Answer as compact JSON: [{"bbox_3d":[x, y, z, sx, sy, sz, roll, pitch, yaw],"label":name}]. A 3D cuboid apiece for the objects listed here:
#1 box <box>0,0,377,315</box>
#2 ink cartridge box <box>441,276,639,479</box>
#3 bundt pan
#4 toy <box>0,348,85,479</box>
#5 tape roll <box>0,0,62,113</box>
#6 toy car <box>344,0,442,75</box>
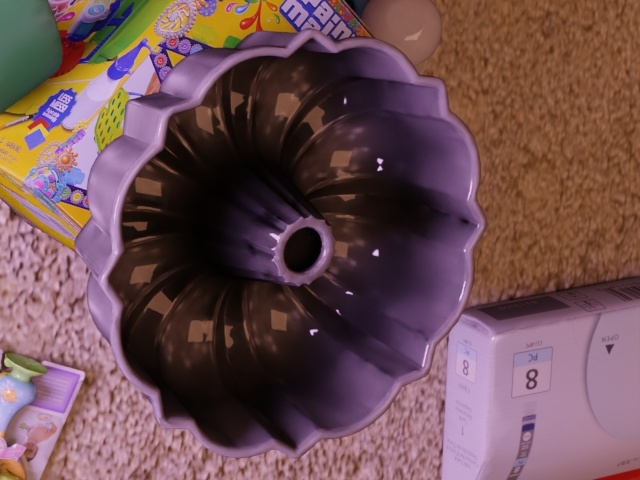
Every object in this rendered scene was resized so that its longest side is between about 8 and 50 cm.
[{"bbox_3d":[-0.151,-0.132,1.656,0.279,0.290,0.177,-51,125,-10],"label":"box"},{"bbox_3d":[0.280,0.242,2.187,0.308,0.091,0.385,-9,109,-30],"label":"ink cartridge box"},{"bbox_3d":[-0.042,-0.007,1.513,0.331,0.124,0.330,-11,111,-30],"label":"bundt pan"},{"bbox_3d":[-0.307,0.217,1.815,0.137,0.056,0.237,19,95,-35],"label":"toy"},{"bbox_3d":[-0.322,-0.233,1.491,0.077,0.321,0.321,-40,123,-17],"label":"tape roll"},{"bbox_3d":[0.023,-0.171,1.864,0.136,0.159,0.182,33,81,2],"label":"toy car"}]
